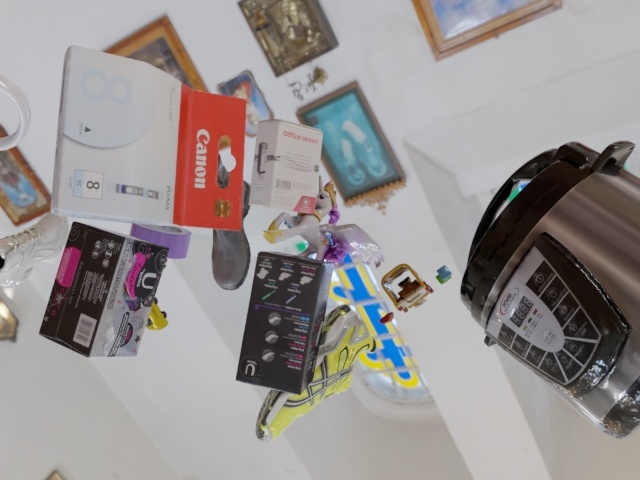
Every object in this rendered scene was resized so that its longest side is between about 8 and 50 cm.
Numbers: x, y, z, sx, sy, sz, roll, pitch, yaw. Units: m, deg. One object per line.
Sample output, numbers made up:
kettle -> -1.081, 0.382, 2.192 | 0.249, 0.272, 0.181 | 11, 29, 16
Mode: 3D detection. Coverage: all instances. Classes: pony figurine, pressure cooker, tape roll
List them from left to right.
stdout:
tape roll -> -0.509, -0.005, 1.871 | 0.188, 0.080, 0.189 | 14, -174, -2
pony figurine -> 0.000, 0.000, 2.002 | 0.363, 0.351, 0.302 | -42, -164, -33
pressure cooker -> 0.442, 0.066, 0.992 | 0.370, 0.375, 0.420 | -44, -121, -3

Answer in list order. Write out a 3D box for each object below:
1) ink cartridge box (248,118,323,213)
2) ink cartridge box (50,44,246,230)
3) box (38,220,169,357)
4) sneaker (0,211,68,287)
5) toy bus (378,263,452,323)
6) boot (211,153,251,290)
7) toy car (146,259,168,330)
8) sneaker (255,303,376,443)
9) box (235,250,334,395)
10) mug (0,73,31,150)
ink cartridge box -> -0.087, -0.185, 1.500 | 0.158, 0.218, 0.092 | 5, -176, -45
ink cartridge box -> -0.319, -0.186, 1.184 | 0.384, 0.309, 0.091 | 5, 173, -29
box -> -0.448, 0.105, 1.241 | 0.163, 0.248, 0.142 | 15, 178, 26
sneaker -> -0.695, 0.016, 1.382 | 0.232, 0.115, 0.090 | -46, -113, -2
toy bus -> 0.223, 0.118, 1.542 | 0.190, 0.104, 0.202 | -23, 160, -36
boot -> -0.280, -0.047, 1.583 | 0.118, 0.339, 0.222 | -7, 163, 16
toy car -> -0.486, 0.110, 1.457 | 0.053, 0.224, 0.239 | -41, -134, 34
sneaker -> -0.009, 0.342, 1.433 | 0.385, 0.147, 0.145 | -50, -174, -9
box -> -0.071, 0.166, 1.251 | 0.143, 0.271, 0.165 | 10, 179, 9
mug -> -0.852, -0.317, 1.322 | 0.276, 0.373, 0.328 | -100, -149, -45
